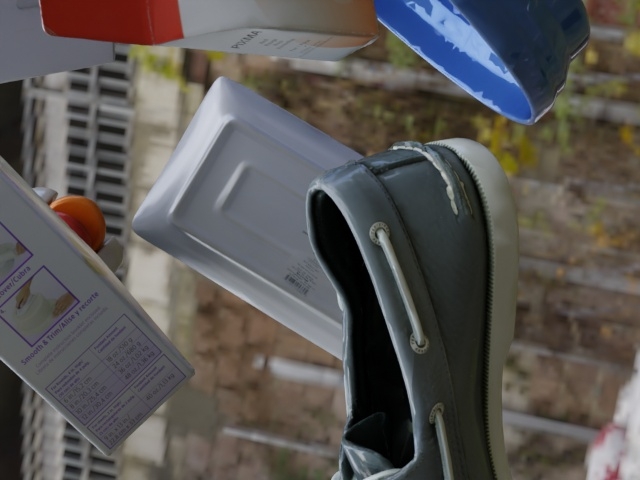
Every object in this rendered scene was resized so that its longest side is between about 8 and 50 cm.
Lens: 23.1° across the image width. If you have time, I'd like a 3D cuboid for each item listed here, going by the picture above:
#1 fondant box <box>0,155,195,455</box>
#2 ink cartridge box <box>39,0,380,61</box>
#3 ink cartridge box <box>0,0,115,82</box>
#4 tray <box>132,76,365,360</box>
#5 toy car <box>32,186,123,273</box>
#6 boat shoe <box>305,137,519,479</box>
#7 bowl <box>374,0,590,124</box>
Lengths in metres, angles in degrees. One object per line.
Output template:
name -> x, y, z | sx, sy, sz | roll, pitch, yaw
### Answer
fondant box -> -0.257, -0.017, 1.143 | 0.096, 0.238, 0.330 | -44, -56, -4
ink cartridge box -> -0.060, -0.170, 0.790 | 0.179, 0.045, 0.145 | 1, -106, -39
ink cartridge box -> -0.308, -0.203, 1.386 | 0.160, 0.219, 0.093 | -17, -65, -40
tray -> 0.000, 0.000, 1.206 | 0.145, 0.270, 0.030 | -59, -2, 4
toy car -> -0.351, 0.019, 2.048 | 0.182, 0.159, 0.136 | -54, 5, -17
boat shoe -> 0.037, 0.108, 0.808 | 0.099, 0.116, 0.320 | -6, -78, -32
bowl -> 0.032, -0.239, 1.092 | 0.077, 0.391, 0.391 | -47, -15, 1
